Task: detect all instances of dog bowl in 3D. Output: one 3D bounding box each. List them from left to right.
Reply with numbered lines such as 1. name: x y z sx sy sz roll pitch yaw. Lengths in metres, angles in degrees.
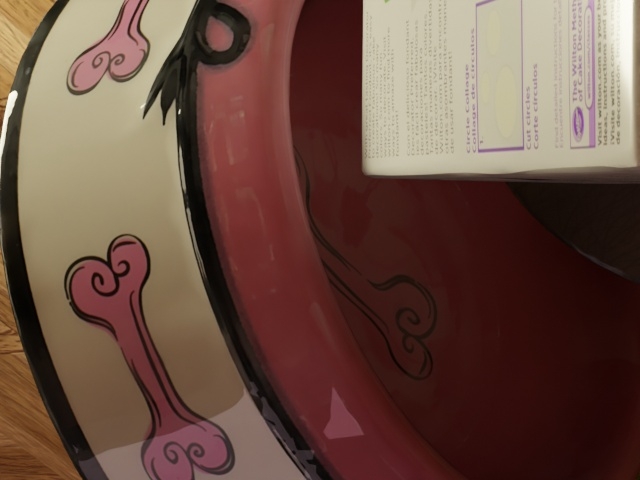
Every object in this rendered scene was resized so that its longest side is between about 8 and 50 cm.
1. dog bowl: 0.032 0.007 0.944 0.150 0.408 0.408 -21 129 35

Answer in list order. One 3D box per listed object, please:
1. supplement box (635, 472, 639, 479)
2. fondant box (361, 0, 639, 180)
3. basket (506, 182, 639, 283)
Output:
1. supplement box: 0.248 0.299 1.108 0.356 0.195 0.194 65 166 -4
2. fondant box: 0.095 -0.140 0.628 0.096 0.238 0.330 0 -178 -13
3. basket: 0.212 -0.088 0.844 0.204 0.154 0.227 22 152 -8
